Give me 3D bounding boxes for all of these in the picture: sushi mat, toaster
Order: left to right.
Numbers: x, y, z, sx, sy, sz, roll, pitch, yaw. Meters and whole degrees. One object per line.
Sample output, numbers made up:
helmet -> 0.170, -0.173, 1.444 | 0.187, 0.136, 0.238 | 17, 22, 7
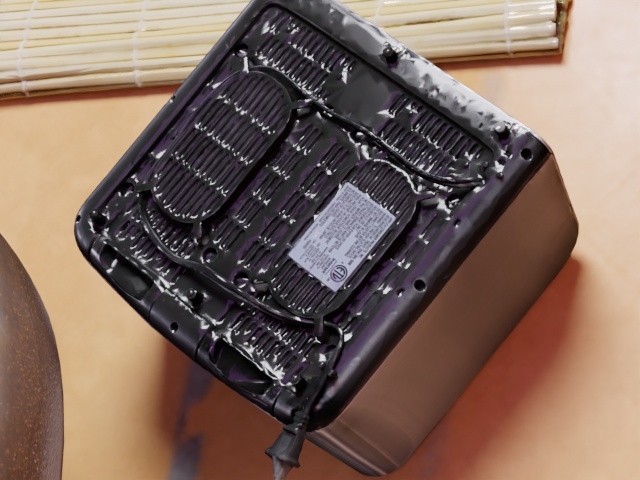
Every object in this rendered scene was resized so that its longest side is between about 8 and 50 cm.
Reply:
sushi mat -> -0.022, -0.153, 0.962 | 0.316, 0.019, 0.151 | -3, 67, 21
toaster -> 0.000, 0.000, 0.837 | 0.168, 0.110, 0.186 | 36, 85, 30

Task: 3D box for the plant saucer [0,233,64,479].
plant saucer -> -0.176, 0.135, 0.807 | 0.310, 0.050, 0.311 | -43, 40, 50
